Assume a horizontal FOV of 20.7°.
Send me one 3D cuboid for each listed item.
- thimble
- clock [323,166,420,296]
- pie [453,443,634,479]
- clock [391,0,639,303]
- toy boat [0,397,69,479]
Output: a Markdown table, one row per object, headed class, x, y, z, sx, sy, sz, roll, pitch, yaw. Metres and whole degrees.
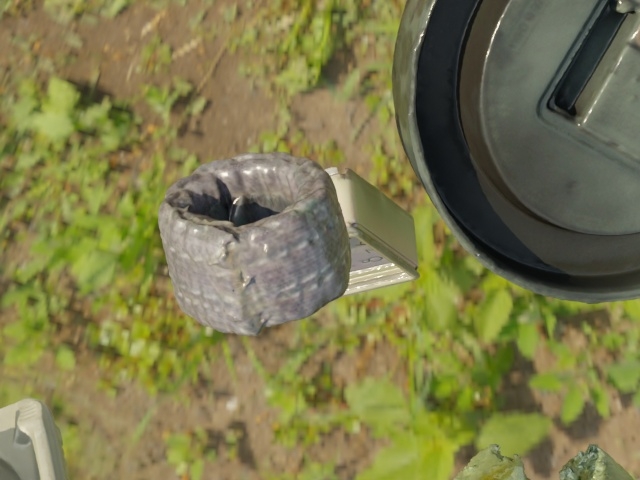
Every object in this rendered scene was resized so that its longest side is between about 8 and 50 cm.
| class | x | y | z | sx | sy | sz | roll | pitch | yaw |
| --- | --- | --- | --- | --- | --- | --- | --- | --- | --- |
| thimble | -0.053 | -0.001 | 1.410 | 0.150 | 0.150 | 0.097 | -9 | 121 | 6 |
| clock | 0.000 | 0.000 | 1.748 | 0.147 | 0.071 | 0.192 | -14 | 160 | 19 |
| pie | 0.203 | 0.330 | 1.594 | 0.303 | 0.067 | 0.302 | -2 | 93 | -34 |
| clock | 0.206 | -0.116 | 1.204 | 0.325 | 0.067 | 0.325 | -6 | 112 | -14 |
| toy boat | -0.200 | 0.213 | 1.007 | 0.141 | 0.269 | 0.140 | -6 | 133 | -7 |
